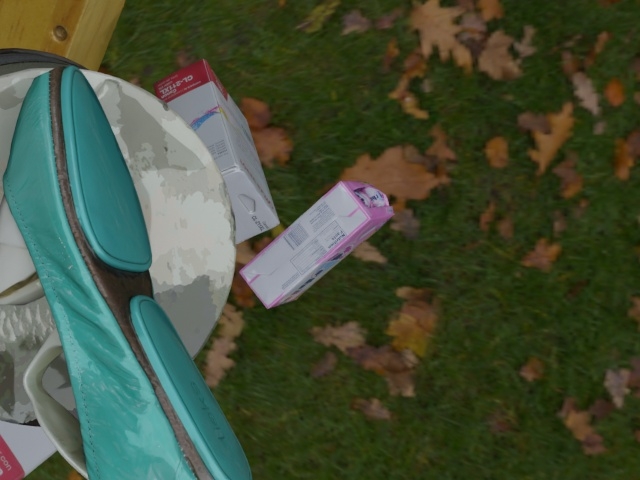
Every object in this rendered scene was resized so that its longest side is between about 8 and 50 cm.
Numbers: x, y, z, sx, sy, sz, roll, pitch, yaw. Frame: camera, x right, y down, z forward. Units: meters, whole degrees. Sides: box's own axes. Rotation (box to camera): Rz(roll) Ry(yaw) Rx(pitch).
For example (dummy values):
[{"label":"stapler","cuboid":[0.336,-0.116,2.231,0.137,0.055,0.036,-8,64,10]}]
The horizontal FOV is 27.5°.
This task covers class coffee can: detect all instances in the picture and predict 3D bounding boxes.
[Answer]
[{"label":"coffee can","cuboid":[-0.183,-0.017,0.839,0.201,0.275,0.201,-3,101,-17]}]

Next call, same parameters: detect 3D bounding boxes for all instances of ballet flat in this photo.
[{"label":"ballet flat","cuboid":[-0.117,0.032,0.637,0.087,0.083,0.247,-26,74,10]}]

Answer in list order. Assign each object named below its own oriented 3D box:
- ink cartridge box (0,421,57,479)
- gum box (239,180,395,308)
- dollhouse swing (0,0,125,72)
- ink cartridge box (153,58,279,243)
[{"label":"ink cartridge box","cuboid":[-0.381,0.199,1.416,0.160,0.279,0.384,54,31,-2]},{"label":"gum box","cuboid":[0.000,0.000,1.646,0.188,0.107,0.062,-41,80,17]},{"label":"dollhouse swing","cuboid":[-0.353,-0.308,1.374,0.347,0.305,0.315,28,117,3]},{"label":"ink cartridge box","cuboid":[-0.120,-0.099,1.506,0.072,0.175,0.127,-24,142,7]}]
